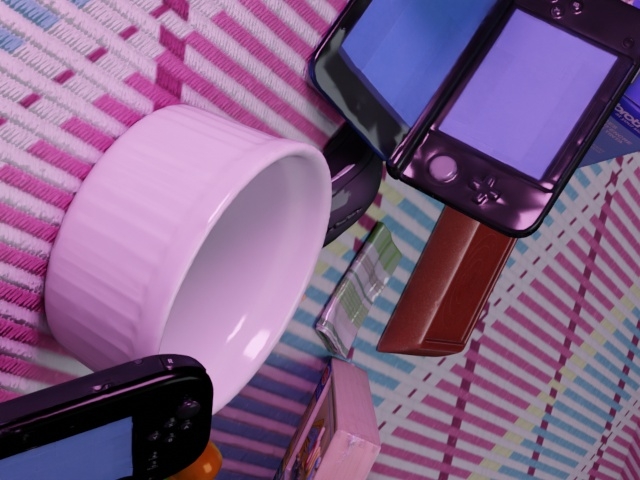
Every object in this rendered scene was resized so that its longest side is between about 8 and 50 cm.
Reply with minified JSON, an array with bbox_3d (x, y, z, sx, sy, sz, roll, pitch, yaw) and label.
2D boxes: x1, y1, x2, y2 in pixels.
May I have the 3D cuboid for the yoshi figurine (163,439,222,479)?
[{"bbox_3d":[-0.191,0.347,1.891,0.362,0.203,0.203,-42,141,-39],"label":"yoshi figurine"}]

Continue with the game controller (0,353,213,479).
[{"bbox_3d":[-0.237,0.182,1.548,0.319,0.067,0.166,-17,140,-17],"label":"game controller"}]

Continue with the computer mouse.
[{"bbox_3d":[0.000,0.000,2.076,0.262,0.060,0.184,-47,154,-34],"label":"computer mouse"}]

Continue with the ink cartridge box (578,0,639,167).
[{"bbox_3d":[0.355,-0.236,2.227,0.270,0.151,0.395,-56,-167,-17],"label":"ink cartridge box"}]

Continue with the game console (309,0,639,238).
[{"bbox_3d":[0.173,-0.195,1.977,0.293,0.250,0.173,-57,160,-15],"label":"game console"}]

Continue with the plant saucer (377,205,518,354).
[{"bbox_3d":[0.189,0.048,2.603,0.259,0.047,0.258,-65,159,5],"label":"plant saucer"}]

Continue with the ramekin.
[{"bbox_3d":[-0.120,0.015,1.706,0.277,0.135,0.277,-50,156,-31],"label":"ramekin"}]

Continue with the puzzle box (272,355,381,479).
[{"bbox_3d":[-0.018,0.293,2.183,0.409,0.052,0.272,-97,-147,-83],"label":"puzzle box"}]

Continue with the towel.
[{"bbox_3d":[0.049,0.061,2.321,0.152,0.023,0.113,-58,160,-12],"label":"towel"}]
